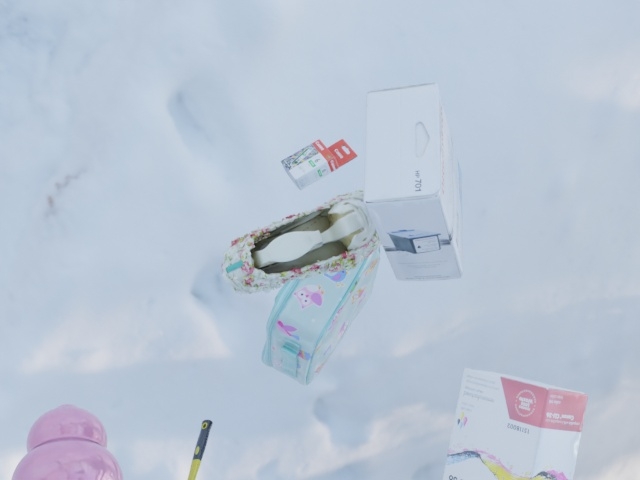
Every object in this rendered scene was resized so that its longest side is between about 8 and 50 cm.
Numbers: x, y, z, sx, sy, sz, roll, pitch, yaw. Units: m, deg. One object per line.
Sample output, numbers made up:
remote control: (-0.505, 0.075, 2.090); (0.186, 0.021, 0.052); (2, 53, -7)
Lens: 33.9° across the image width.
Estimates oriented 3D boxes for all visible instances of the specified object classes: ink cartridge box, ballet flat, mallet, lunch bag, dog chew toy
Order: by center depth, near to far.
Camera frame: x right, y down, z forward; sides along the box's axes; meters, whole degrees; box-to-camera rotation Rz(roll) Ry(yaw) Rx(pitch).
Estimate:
ink cartridge box: (0.185, 0.236, 1.049); (0.067, 0.115, 0.198); (13, 86, -37)
ink cartridge box: (0.104, -0.058, 1.131); (0.190, 0.082, 0.139); (59, 30, -59)
ballet flat: (0.000, 0.000, 1.207); (0.241, 0.091, 0.077); (-25, 177, -25)
mallet: (-0.202, 0.349, 1.621); (0.062, 0.189, 0.039); (-17, 119, 9)
dog chew toy: (-0.401, 0.410, 1.667); (0.207, 0.331, 0.206); (-7, 139, -6)
lunch bag: (-0.006, 0.106, 1.674); (0.224, 0.108, 0.279); (-54, 168, -23)
ink cartridge box: (-0.002, -0.137, 1.759); (0.115, 0.063, 0.029); (-31, 134, -6)
